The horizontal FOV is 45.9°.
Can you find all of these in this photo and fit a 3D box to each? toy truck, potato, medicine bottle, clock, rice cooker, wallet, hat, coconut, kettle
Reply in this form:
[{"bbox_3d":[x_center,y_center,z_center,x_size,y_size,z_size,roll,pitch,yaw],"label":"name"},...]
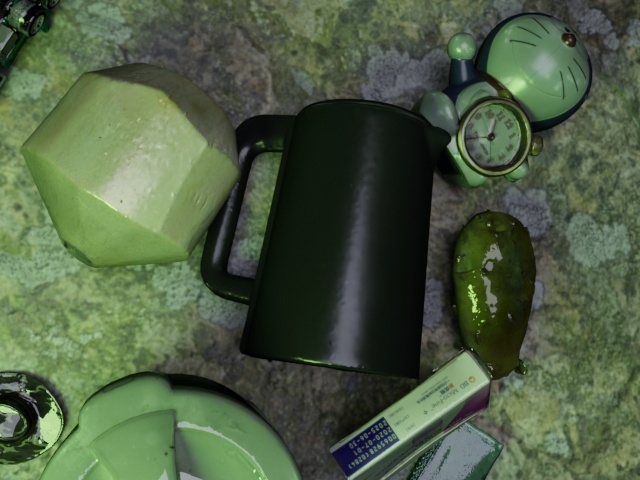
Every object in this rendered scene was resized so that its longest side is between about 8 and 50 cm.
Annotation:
[{"bbox_3d":[-0.386,-0.251,0.893,0.110,0.116,0.216,31,87,-6],"label":"toy truck"},{"bbox_3d":[0.226,0.071,0.990,0.117,0.090,0.225,-3,92,-18],"label":"potato"},{"bbox_3d":[0.113,0.220,0.909,0.201,0.171,0.052,-34,64,-6],"label":"medicine bottle"},{"bbox_3d":[0.240,-0.194,0.992,0.243,0.146,0.199,-39,98,-8],"label":"clock"},{"bbox_3d":[-0.157,0.279,0.800,0.288,0.277,0.288,1,83,-11],"label":"rice cooker"},{"bbox_3d":[0.171,0.298,0.989,0.088,0.026,0.129,33,81,-1],"label":"wallet"},{"bbox_3d":[-0.363,0.210,0.881,0.121,0.050,0.121,1,84,-14],"label":"hat"},{"bbox_3d":[-0.216,-0.075,0.858,0.241,0.241,0.241,1,84,-11],"label":"coconut"},{"bbox_3d":[0.012,0.003,0.929,0.203,0.262,0.307,18,76,-45],"label":"kettle"}]
